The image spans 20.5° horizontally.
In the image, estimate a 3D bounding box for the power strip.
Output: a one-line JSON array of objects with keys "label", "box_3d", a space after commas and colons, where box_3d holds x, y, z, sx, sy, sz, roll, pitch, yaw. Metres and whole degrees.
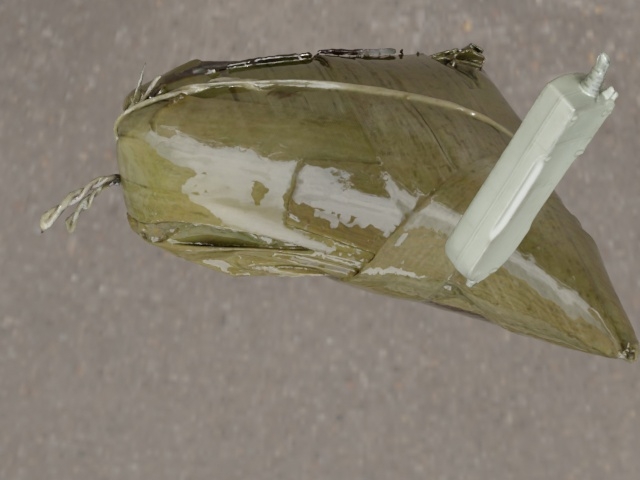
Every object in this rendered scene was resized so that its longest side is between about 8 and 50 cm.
[{"label": "power strip", "box_3d": [0.130, -0.043, 1.102, 0.047, 0.030, 0.191, -16, 146, -45]}]

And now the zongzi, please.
[{"label": "zongzi", "box_3d": [0.002, -0.019, 1.682, 0.500, 0.467, 0.218, -4, 118, -15]}]
